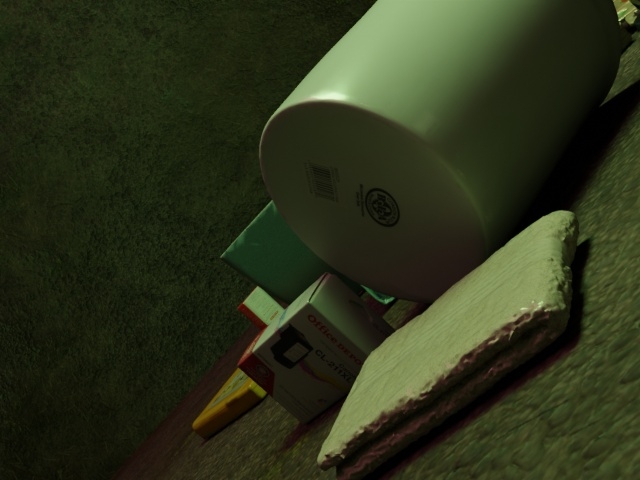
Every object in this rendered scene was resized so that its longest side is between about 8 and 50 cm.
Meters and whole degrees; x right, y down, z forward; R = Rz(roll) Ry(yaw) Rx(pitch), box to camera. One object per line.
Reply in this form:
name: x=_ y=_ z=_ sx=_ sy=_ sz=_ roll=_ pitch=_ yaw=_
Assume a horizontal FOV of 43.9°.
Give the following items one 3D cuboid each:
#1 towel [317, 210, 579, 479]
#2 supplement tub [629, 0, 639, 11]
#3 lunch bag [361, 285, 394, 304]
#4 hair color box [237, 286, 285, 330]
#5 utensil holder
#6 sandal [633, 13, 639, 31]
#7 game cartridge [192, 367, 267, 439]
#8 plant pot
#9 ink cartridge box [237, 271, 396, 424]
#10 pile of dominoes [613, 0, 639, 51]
towel: x=0.117 y=0.098 z=0.714 sx=0.282 sy=0.049 sz=0.187 roll=-44 pitch=6 yaw=32
supplement tub: x=0.387 y=-0.447 z=0.945 sx=0.235 sy=0.324 sz=0.235 roll=-46 pitch=22 yaw=24
lunch bag: x=0.061 y=-0.047 z=1.293 sx=0.160 sy=0.262 sz=0.223 roll=-46 pitch=4 yaw=12
hair color box: x=-0.132 y=0.189 z=2.006 sx=0.072 sy=0.141 sz=0.043 roll=-49 pitch=3 yaw=-37
utensil holder: x=0.155 y=-0.159 z=0.998 sx=0.385 sy=0.327 sz=0.327 roll=-52 pitch=5 yaw=-32
sandal: x=0.527 y=-0.377 z=1.085 sx=0.097 sy=0.054 sz=0.254 roll=-49 pitch=4 yaw=-31
game cartridge: x=-0.127 y=0.274 z=1.723 sx=0.285 sy=0.052 sz=0.323 roll=-50 pitch=3 yaw=-42
plant pot: x=0.000 y=0.000 z=1.605 sx=0.247 sy=0.252 sz=0.248 roll=-46 pitch=4 yaw=24
ink cartridge box: x=-0.006 y=0.143 z=1.037 sx=0.175 sy=0.127 sz=0.072 roll=-45 pitch=5 yaw=38
pile of dominoes: x=0.432 y=-0.363 z=1.355 sx=0.196 sy=0.040 sz=0.251 roll=-49 pitch=29 yaw=5
